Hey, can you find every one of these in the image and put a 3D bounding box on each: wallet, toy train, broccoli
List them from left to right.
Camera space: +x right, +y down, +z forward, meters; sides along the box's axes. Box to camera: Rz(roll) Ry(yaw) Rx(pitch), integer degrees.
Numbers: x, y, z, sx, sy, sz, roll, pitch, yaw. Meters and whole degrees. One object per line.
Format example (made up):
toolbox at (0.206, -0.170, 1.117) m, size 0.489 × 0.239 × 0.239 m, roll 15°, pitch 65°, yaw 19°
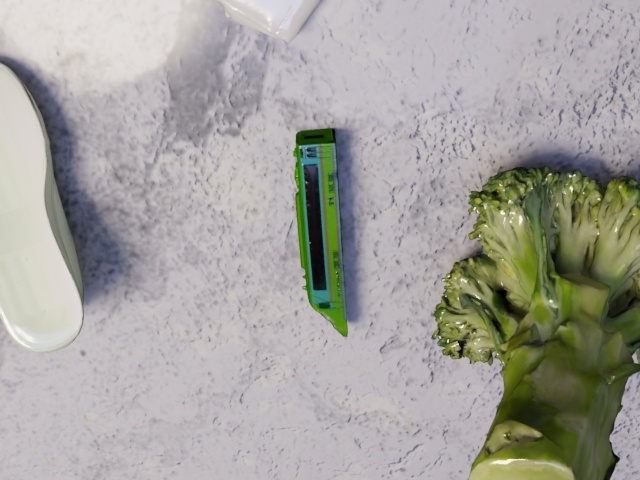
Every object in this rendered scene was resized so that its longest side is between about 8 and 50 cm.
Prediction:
wallet at (-0.018, -0.259, 0.748) m, size 0.095 × 0.033 × 0.190 m, roll 31°, pitch 111°, yaw -11°
toy train at (0.000, 0.000, 0.862) m, size 0.042 × 0.044 × 0.209 m, roll -3°, pitch 115°, yaw 2°
broccoli at (0.177, 0.087, 0.745) m, size 0.252 × 0.361 × 0.221 m, roll 28°, pitch 127°, yaw 29°

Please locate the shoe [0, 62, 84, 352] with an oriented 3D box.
shoe at (-0.280, -0.026, 0.830) m, size 0.095 × 0.110 × 0.264 m, roll -14°, pitch 89°, yaw -10°
